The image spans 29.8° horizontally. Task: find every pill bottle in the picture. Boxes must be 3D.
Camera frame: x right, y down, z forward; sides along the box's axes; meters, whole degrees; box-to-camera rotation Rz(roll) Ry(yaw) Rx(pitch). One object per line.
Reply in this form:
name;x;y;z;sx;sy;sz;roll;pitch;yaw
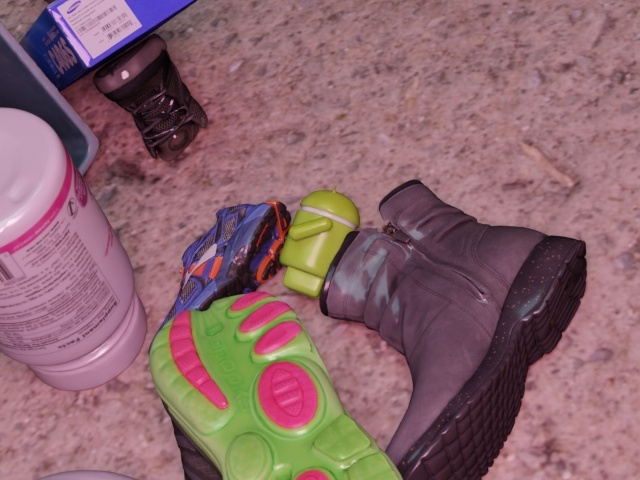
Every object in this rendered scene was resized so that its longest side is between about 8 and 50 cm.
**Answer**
pill bottle;-0.274;0.020;1.156;0.161;0.283;0.160;-7;54;9

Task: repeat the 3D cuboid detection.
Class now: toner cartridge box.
toner cartridge box;-0.239;-0.242;1.333;0.165;0.075;0.348;-35;12;-17

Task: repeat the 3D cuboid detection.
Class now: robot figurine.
robot figurine;0.000;0.000;1.228;0.067;0.101;0.115;20;85;11

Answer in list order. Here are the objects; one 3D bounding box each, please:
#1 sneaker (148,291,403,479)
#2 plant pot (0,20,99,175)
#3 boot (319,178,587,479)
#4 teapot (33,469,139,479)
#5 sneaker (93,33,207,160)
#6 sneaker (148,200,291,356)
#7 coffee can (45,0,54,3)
sneaker;-0.014;0.235;0.962;0.185;0.202;0.482;-19;36;0
plant pot;-0.451;-0.096;1.324;0.252;0.247;0.247;4;54;37
boot;0.087;0.096;1.136;0.223;0.118;0.338;19;50;29
teapot;-0.211;0.294;1.005;0.256;0.187;0.252;-16;53;1
sneaker;-0.181;-0.155;1.328;0.087;0.227;0.130;-33;97;0
sneaker;-0.111;0.049;1.236;0.087;0.083;0.221;9;51;36
coffee can;-0.325;-0.453;1.564;0.202;0.201;0.275;-27;53;-6
